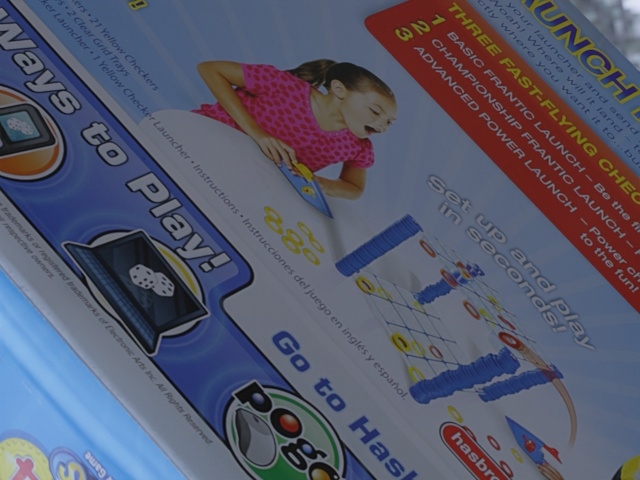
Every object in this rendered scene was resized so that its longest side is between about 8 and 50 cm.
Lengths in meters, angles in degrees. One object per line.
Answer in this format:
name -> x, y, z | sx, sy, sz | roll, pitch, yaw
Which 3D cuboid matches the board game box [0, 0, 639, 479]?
board game box -> 0.000, 0.000, 0.619 | 0.308, 0.086, 0.302 | 47, -142, 13
